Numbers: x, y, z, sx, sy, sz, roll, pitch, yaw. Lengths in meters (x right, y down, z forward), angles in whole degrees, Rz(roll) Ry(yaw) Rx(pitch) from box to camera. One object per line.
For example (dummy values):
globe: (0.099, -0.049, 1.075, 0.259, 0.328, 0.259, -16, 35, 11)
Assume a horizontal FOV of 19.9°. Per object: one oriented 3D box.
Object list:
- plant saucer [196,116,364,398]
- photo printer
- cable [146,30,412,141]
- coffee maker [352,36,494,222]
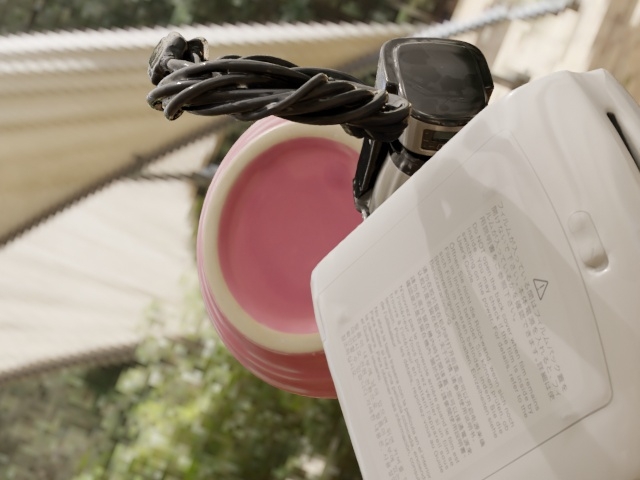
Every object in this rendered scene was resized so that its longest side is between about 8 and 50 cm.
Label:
plant saucer: (0.000, 0.000, 1.935, 0.084, 0.332, 0.332, 15, -82, -60)
photo printer: (0.124, 0.061, 1.094, 0.307, 0.107, 0.256, -45, 57, 53)
cable: (-0.022, -0.078, 1.026, 0.184, 0.150, 0.047, -138, 62, -77)
coffee maker: (0.088, -0.107, 1.752, 0.171, 0.120, 0.178, 52, 145, 35)
